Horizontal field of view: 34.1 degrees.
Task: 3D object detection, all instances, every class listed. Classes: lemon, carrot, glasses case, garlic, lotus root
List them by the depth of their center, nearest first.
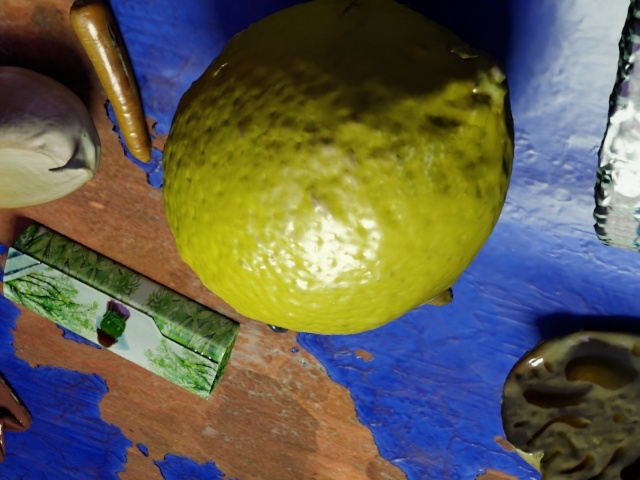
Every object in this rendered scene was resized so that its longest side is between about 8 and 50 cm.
[{"bbox_3d":[0.015,-0.056,0.801,0.253,0.253,0.310,46,135,-16],"label":"lemon"},{"bbox_3d":[0.275,0.198,0.955,0.199,0.188,0.180,1,143,26],"label":"lotus root"},{"bbox_3d":[-0.192,-0.145,0.988,0.037,0.037,0.190,6,133,24],"label":"carrot"},{"bbox_3d":[-0.309,-0.091,1.011,0.245,0.164,0.145,-2,112,23],"label":"garlic"},{"bbox_3d":[-0.232,0.083,1.203,0.272,0.062,0.095,25,137,5],"label":"glasses case"}]

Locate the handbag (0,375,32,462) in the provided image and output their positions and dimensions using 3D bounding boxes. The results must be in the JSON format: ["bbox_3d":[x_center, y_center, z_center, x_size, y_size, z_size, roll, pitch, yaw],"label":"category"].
[{"bbox_3d":[-0.568,0.190,1.478,0.260,0.084,0.275,2,130,30],"label":"handbag"}]

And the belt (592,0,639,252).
[{"bbox_3d":[0.276,-0.116,0.641,0.161,0.207,0.294,17,121,20],"label":"belt"}]

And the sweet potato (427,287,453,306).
[{"bbox_3d":[0.003,-0.001,0.990,0.270,0.074,0.074,17,136,2],"label":"sweet potato"}]

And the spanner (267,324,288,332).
[{"bbox_3d":[-0.089,0.022,1.104,0.046,0.012,0.208,-8,126,34],"label":"spanner"}]
